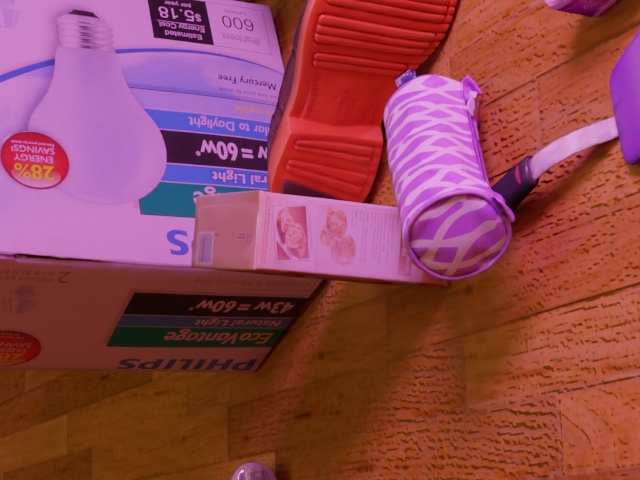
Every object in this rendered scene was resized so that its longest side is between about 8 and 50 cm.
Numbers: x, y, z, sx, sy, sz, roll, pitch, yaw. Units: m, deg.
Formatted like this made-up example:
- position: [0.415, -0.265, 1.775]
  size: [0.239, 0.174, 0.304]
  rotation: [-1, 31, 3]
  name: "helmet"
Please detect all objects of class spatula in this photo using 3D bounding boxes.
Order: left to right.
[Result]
- position: [0.180, -0.064, 1.050]
  size: [0.296, 0.030, 0.084]
  rotation: [-42, 48, 54]
  name: "spatula"

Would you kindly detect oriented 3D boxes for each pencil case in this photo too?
- position: [0.100, -0.055, 1.104]
  size: [0.088, 0.086, 0.206]
  rotation: [-26, 33, 16]
  name: "pencil case"

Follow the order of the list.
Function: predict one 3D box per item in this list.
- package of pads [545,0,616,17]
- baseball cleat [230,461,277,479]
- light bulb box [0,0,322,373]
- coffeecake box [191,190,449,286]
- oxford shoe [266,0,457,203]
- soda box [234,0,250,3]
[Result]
- position: [0.203, -0.195, 1.006]
  size: [0.083, 0.050, 0.032]
  rotation: [-39, 51, 54]
  name: "package of pads"
- position: [-0.067, 0.336, 1.444]
  size: [0.109, 0.072, 0.206]
  rotation: [124, 148, -66]
  name: "baseball cleat"
- position: [-0.219, -0.067, 1.481]
  size: [0.225, 0.357, 0.361]
  rotation: [126, 139, -48]
  name: "light bulb box"
- position: [0.000, 0.000, 1.222]
  size: [0.142, 0.185, 0.068]
  rotation: [-1, 84, 64]
  name: "coffeecake box"
- position: [0.024, -0.191, 1.284]
  size: [0.133, 0.130, 0.364]
  rotation: [-106, 34, -50]
  name: "oxford shoe"
- position: [-0.115, -0.317, 1.640]
  size: [0.216, 0.069, 0.074]
  rotation: [-27, 61, 58]
  name: "soda box"
